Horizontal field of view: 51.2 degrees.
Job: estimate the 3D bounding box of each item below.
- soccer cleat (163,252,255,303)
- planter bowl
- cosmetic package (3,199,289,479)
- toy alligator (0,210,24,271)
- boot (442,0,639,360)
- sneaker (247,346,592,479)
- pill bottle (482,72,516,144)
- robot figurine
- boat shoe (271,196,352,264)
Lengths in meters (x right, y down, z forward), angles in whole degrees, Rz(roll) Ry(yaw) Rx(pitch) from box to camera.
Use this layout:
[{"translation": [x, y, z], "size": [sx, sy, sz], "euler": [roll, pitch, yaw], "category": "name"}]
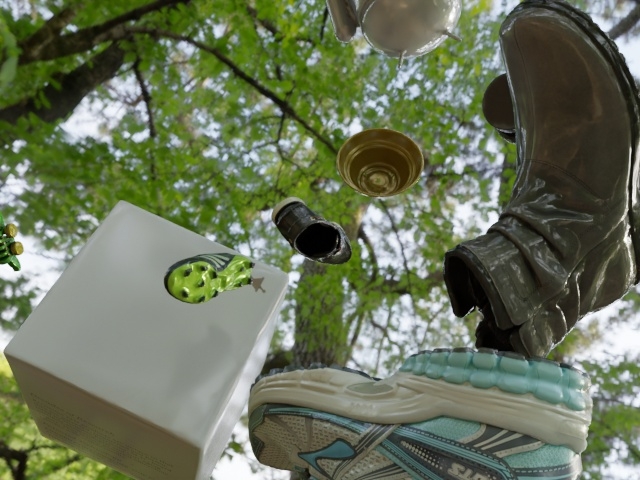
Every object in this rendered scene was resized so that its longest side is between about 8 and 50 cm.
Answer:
[{"translation": [-0.157, 0.045, 0.884], "size": [0.072, 0.060, 0.179], "euler": [13, 8, 25], "category": "soccer cleat"}, {"translation": [0.150, -0.175, 1.699], "size": [0.217, 0.217, 0.090], "euler": [16, -30, 12], "category": "planter bowl"}, {"translation": [-0.285, 0.212, 1.181], "size": [0.328, 0.329, 0.393], "euler": [24, -36, 3], "category": "cosmetic package"}, {"translation": [-0.621, -0.019, 1.279], "size": [0.056, 0.051, 0.189], "euler": [-7, -68, 8], "category": "toy alligator"}, {"translation": [0.206, -0.039, 0.644], "size": [0.338, 0.223, 0.118], "euler": [62, -20, -17], "category": "boot"}, {"translation": [0.029, 0.144, 0.416], "size": [0.110, 0.122, 0.283], "euler": [24, -28, -27], "category": "sneaker"}, {"translation": [0.363, -0.214, 1.123], "size": [0.123, 0.122, 0.219], "euler": [-10, -8, 40], "category": "pill bottle"}, {"translation": [0.147, -0.503, 1.296], "size": [0.300, 0.353, 0.200], "euler": [-27, -19, 22], "category": "robot figurine"}, {"translation": [-0.001, 0.001, 0.664], "size": [0.042, 0.049, 0.133], "euler": [49, 6, 31], "category": "boat shoe"}]
